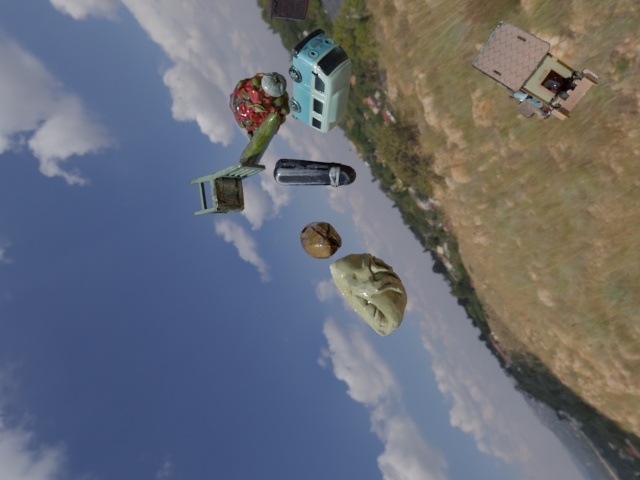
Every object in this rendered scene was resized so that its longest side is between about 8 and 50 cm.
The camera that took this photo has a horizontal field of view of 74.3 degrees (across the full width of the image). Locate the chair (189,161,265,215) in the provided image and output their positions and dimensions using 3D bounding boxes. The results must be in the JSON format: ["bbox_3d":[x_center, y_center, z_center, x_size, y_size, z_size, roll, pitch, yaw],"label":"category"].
[{"bbox_3d":[-0.327,-0.174,1.519,0.136,0.270,0.147,-7,-91,-57],"label":"chair"}]

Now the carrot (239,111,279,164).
[{"bbox_3d":[-0.213,-0.350,1.489,0.074,0.074,0.358,55,149,2],"label":"carrot"}]

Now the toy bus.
[{"bbox_3d":[0.005,-0.462,1.266,0.164,0.133,0.271,38,159,14],"label":"toy bus"}]

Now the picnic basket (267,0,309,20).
[{"bbox_3d":[-0.072,-0.827,1.304,0.129,0.223,0.297,18,162,-4],"label":"picnic basket"}]

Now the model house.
[{"bbox_3d":[0.539,-0.468,1.158,0.244,0.169,0.326,23,-148,-21],"label":"model house"}]

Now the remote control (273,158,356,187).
[{"bbox_3d":[-0.023,-0.200,1.307,0.090,0.265,0.066,74,-152,-53],"label":"remote control"}]

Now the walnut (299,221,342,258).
[{"bbox_3d":[0.000,0.000,1.527,0.137,0.137,0.245,50,172,-25],"label":"walnut"}]

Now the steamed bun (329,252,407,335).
[{"bbox_3d":[0.200,0.171,1.544,0.289,0.203,0.276,44,166,36],"label":"steamed bun"}]

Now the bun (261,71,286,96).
[{"bbox_3d":[-0.137,-0.475,1.277,0.083,0.045,0.083,13,-113,-32],"label":"bun"}]

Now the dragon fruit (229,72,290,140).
[{"bbox_3d":[-0.238,-0.532,1.700,0.237,0.231,0.303,54,174,3],"label":"dragon fruit"}]
